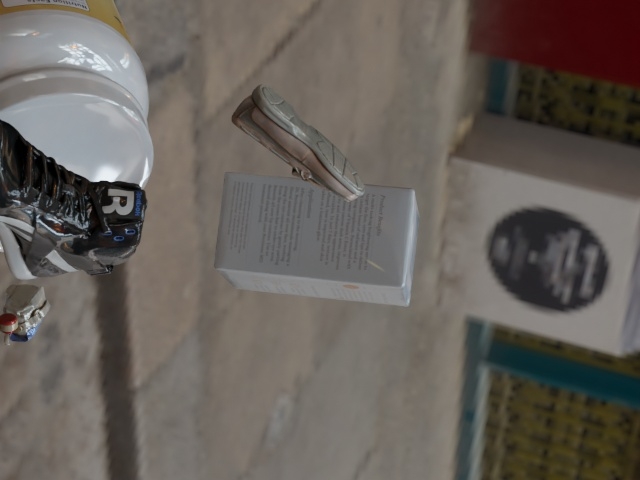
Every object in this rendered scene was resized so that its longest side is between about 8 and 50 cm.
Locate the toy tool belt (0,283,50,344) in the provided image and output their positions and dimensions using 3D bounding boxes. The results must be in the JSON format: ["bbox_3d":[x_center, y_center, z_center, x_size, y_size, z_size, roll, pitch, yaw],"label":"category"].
[{"bbox_3d":[-0.307,0.084,1.741,0.083,0.052,0.051,-69,163,-60],"label":"toy tool belt"}]

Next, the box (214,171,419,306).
[{"bbox_3d":[0.000,0.000,1.546,0.130,0.170,0.091,64,32,-79],"label":"box"}]

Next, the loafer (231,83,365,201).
[{"bbox_3d":[-0.018,-0.073,1.373,0.039,0.125,0.045,-39,-160,21],"label":"loafer"}]

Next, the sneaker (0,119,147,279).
[{"bbox_3d":[-0.200,-0.040,1.331,0.217,0.121,0.079,82,3,-65],"label":"sneaker"}]

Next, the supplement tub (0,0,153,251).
[{"bbox_3d":[-0.290,-0.165,1.568,0.228,0.228,0.316,83,-14,-51],"label":"supplement tub"}]
